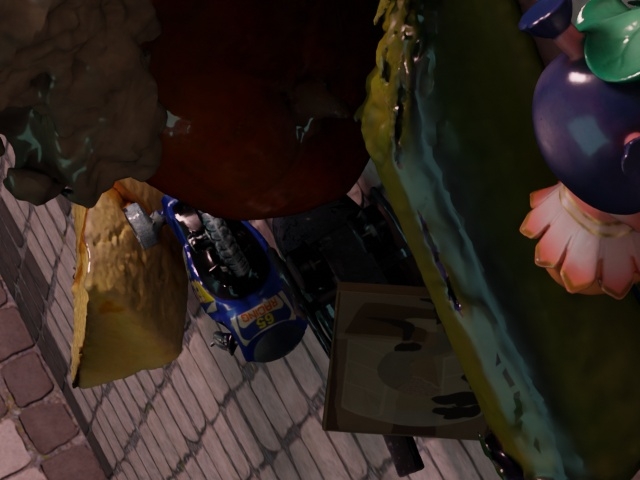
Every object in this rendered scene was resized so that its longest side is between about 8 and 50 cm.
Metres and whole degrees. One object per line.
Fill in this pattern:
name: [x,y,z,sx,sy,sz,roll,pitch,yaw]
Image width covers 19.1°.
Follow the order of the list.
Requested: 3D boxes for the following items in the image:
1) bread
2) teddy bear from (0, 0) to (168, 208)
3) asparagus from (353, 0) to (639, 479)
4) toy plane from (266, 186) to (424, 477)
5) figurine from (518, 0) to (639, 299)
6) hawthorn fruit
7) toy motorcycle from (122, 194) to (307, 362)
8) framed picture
bread: [-0.216,-0.009,1.756,0.178,0.135,0.240,50,-151,-48]
teddy bear: [-0.149,-0.201,1.125,0.224,0.367,0.357,-131,27,-81]
asparagus: [0.095,-0.035,1.089,0.382,0.128,0.108,67,-157,-3]
toy plane: [0.000,0.000,1.440,0.382,0.106,0.155,58,173,3]
figurine: [0.154,-0.039,0.948,0.111,0.102,0.195,49,156,31]
hawthorn fruit: [-0.054,-0.111,1.268,0.249,0.215,0.215,38,149,56]
toy motorcycle: [-0.082,0.019,1.654,0.169,0.113,0.315,61,175,-8]
framed picture: [0.073,0.088,1.311,0.201,0.135,0.010,95,177,-57]
